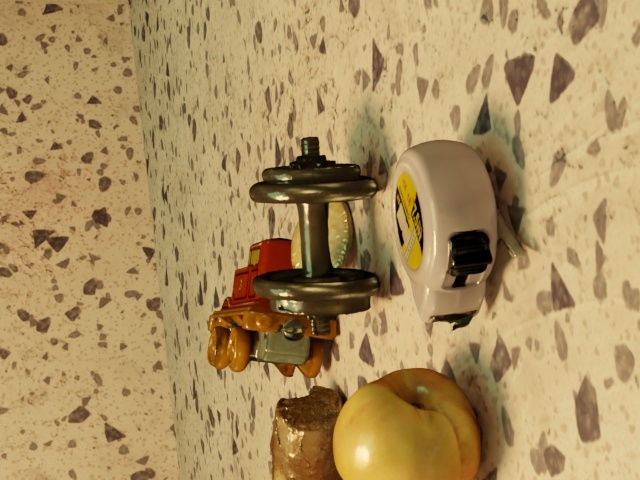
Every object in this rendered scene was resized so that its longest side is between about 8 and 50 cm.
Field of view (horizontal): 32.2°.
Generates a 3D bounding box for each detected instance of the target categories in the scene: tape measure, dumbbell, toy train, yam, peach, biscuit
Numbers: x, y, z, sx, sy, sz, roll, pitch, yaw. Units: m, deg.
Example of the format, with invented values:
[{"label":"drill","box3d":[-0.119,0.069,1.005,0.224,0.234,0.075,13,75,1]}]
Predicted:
[{"label":"tape measure","box3d":[0.150,-0.021,1.270,0.178,0.105,0.196,103,158,-60]},{"label":"dumbbell","box3d":[-0.008,-0.006,1.613,0.192,0.192,0.290,-165,72,-71]},{"label":"toy train","box3d":[-0.085,0.121,1.937,0.369,0.163,0.232,163,115,-72]},{"label":"yam","box3d":[-0.018,0.370,1.836,0.128,0.129,0.238,-46,-37,-65]},{"label":"peach","box3d":[0.103,0.245,1.339,0.184,0.184,0.184,176,90,-72]},{"label":"biscuit","box3d":[0.000,0.000,1.772,0.152,0.020,0.152,-20,63,45]}]
